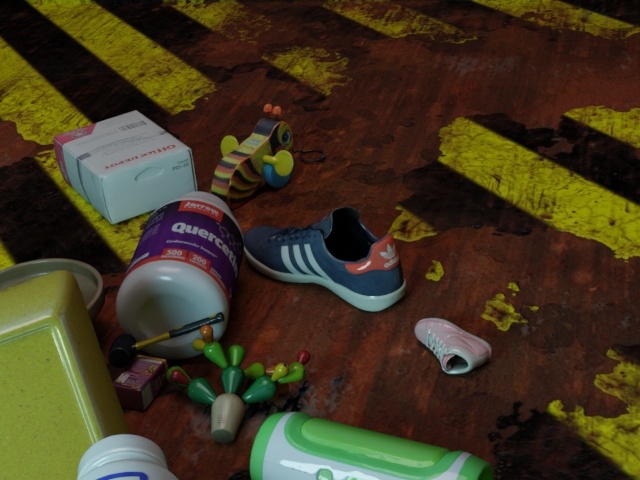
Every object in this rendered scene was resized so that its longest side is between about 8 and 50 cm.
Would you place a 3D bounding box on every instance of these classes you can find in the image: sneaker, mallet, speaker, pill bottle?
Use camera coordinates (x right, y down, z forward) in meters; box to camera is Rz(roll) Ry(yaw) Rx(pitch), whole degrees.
[{"bbox_3d":[0.000,0.000,1.855,0.350,0.148,0.131,16,37,34],"label":"sneaker"},{"bbox_3d":[-0.241,0.146,1.643,0.190,0.039,0.062,-21,17,-1],"label":"mallet"},{"bbox_3d":[0.063,0.304,1.344,0.297,0.131,0.131,9,33,25],"label":"speaker"},{"bbox_3d":[-0.229,0.044,1.787,0.182,0.181,0.323,-3,31,5],"label":"pill bottle"},{"bbox_3d":[0.192,0.165,1.632,0.134,0.051,0.070,21,34,32],"label":"sneaker"},{"bbox_3d":[-0.222,0.352,1.213,0.152,0.152,0.272,-11,29,-8],"label":"pill bottle"}]

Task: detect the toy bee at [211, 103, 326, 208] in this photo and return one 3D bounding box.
[{"bbox_3d":[-0.124,-0.198,2.208,0.195,0.162,0.298,4,31,20],"label":"toy bee"}]

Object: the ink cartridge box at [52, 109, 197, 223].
[{"bbox_3d":[-0.418,-0.161,2.237,0.207,0.117,0.283,-21,33,-25],"label":"ink cartridge box"}]

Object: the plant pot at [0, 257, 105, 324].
[{"bbox_3d":[-0.469,0.135,1.747,0.237,0.109,0.237,-5,30,3],"label":"plant pot"}]

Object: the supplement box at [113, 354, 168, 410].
[{"bbox_3d":[-0.278,0.220,1.630,0.055,0.043,0.083,8,32,22],"label":"supplement box"}]

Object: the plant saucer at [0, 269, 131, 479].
[{"bbox_3d":[-0.412,0.241,1.334,0.333,0.332,0.081,-21,4,-23],"label":"plant saucer"}]

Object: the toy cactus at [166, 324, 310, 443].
[{"bbox_3d":[-0.129,0.216,1.571,0.219,0.112,0.180,5,40,1],"label":"toy cactus"}]
